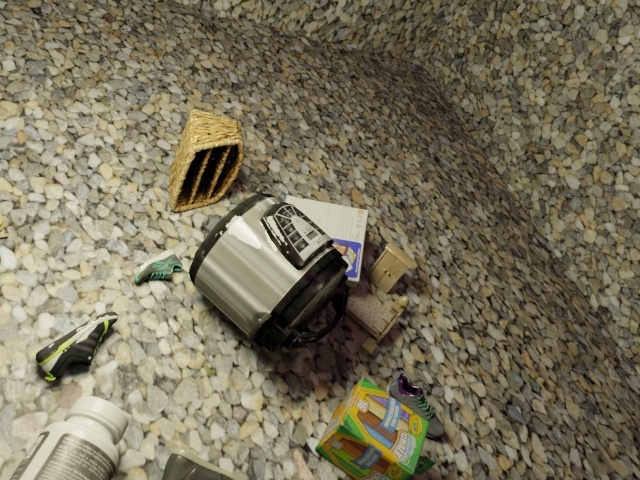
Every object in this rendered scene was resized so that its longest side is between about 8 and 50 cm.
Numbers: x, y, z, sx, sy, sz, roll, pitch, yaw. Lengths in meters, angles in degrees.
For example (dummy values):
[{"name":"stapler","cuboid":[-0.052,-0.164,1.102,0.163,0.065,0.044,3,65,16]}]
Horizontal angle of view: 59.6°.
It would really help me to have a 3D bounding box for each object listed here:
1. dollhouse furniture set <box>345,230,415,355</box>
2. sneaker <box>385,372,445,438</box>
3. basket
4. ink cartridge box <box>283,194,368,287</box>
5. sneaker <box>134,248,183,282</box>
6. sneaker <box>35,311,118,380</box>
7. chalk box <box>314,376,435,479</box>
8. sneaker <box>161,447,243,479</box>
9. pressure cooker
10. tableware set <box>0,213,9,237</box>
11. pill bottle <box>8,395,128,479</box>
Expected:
[{"name":"dollhouse furniture set","cuboid":[0.160,0.158,1.909,0.303,0.174,0.355,39,40,8]},{"name":"sneaker","cuboid":[0.302,0.508,1.710,0.223,0.098,0.083,40,41,9]},{"name":"basket","cuboid":[-0.371,-0.244,1.871,0.213,0.299,0.223,12,42,-25]},{"name":"ink cartridge box","cuboid":[0.000,0.000,1.944,0.307,0.072,0.304,9,58,2]},{"name":"sneaker","cuboid":[-0.475,0.087,1.660,0.076,0.065,0.166,44,43,7]},{"name":"sneaker","cuboid":[-0.599,0.268,1.407,0.234,0.084,0.097,-37,99,-47]},{"name":"chalk box","cuboid":[0.168,0.552,1.518,0.289,0.180,0.179,34,40,4]},{"name":"sneaker","cuboid":[-0.270,0.586,1.297,0.222,0.083,0.118,30,55,-7]},{"name":"pressure cooker","cuboid":[-0.118,0.114,1.634,0.420,0.375,0.370,42,80,9]},{"name":"tableware set","cuboid":[-0.950,-0.051,1.495,0.194,0.039,0.128,-14,55,-44]},{"name":"pill bottle","cuboid":[-0.526,0.487,1.140,0.176,0.176,0.319,27,41,-7]}]
